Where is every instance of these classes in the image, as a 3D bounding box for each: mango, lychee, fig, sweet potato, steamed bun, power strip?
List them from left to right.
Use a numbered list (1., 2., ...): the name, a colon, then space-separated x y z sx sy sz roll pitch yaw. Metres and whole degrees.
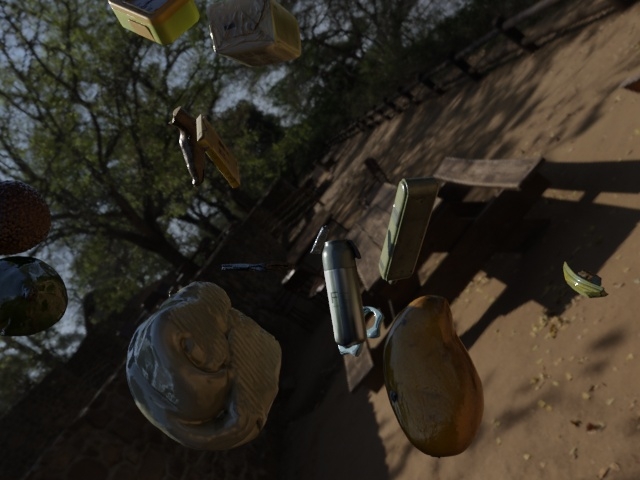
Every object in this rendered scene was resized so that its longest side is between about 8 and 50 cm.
1. lychee: -0.769 -0.054 1.378 0.194 0.194 0.194 -52 7 9
2. fig: -0.648 0.115 1.226 0.245 0.195 0.195 -28 24 46
3. sweet potato: -0.470 -0.335 1.992 0.112 0.085 0.286 -37 -52 -51
4. steamed bun: -0.266 0.280 1.215 0.255 0.342 0.368 -35 8 20
5. power strip: 0.215 -0.012 1.427 0.387 0.092 0.066 97 163 -47
6. mango: 0.210 0.256 1.058 0.177 0.295 0.120 -12 -15 15

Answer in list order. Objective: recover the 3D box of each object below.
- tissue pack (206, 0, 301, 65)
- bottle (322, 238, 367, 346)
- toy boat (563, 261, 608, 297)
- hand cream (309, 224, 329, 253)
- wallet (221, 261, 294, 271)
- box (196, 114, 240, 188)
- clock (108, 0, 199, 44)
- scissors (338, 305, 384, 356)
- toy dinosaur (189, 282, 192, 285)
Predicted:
1. tissue pack: -0.157 -0.512 1.378 0.159 0.125 0.234 -7 8 15
2. bottle: 0.063 0.123 1.339 0.096 0.254 0.079 -10 -3 17
3. toy boat: 0.743 0.112 1.581 0.066 0.065 0.172 -46 25 5
4. hand cream: 0.000 0.000 1.495 0.019 0.030 0.093 55 132 50
5. wallet: -0.130 0.053 1.120 0.156 0.082 0.018 -3 88 44
6. box: -0.204 -0.176 1.117 0.020 0.149 0.073 -21 48 11
7. clock: -0.422 -0.590 1.414 0.143 0.202 0.096 -49 -28 -21
8. scissors: 0.087 0.219 1.873 0.191 0.029 0.360 -46 44 16
9. toy dinosaur: -0.439 0.277 1.768 0.383 0.129 0.331 90 174 -78
